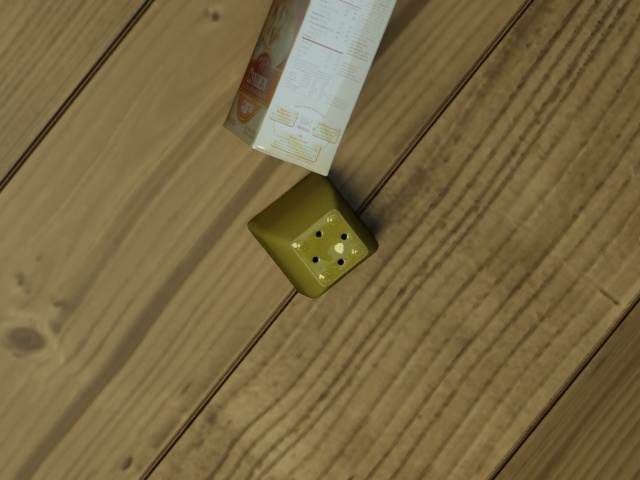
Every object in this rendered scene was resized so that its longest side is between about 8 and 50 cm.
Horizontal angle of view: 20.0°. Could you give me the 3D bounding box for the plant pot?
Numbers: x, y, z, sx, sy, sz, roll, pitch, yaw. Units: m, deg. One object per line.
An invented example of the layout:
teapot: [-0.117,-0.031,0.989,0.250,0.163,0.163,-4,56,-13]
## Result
plant pot: [0.000,0.000,1.499,0.081,0.083,0.081,-39,106,-2]

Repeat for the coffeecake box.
coffeecake box: [-0.004,-0.157,1.439,0.068,0.142,0.185,21,95,-15]

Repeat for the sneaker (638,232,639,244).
sneaker: [0.397,-0.024,1.574,0.236,0.095,0.104,9,91,-12]
